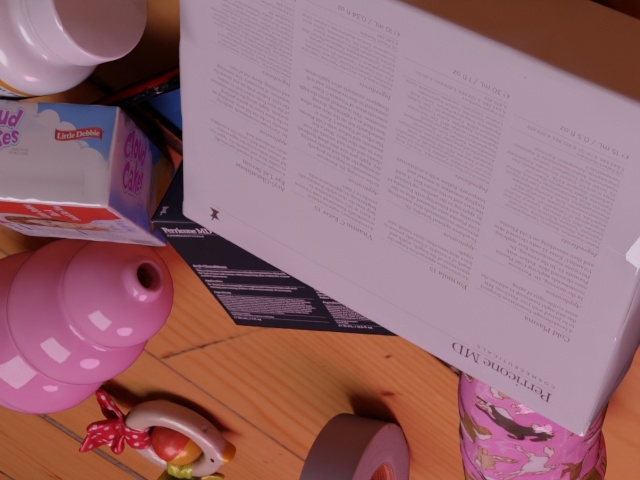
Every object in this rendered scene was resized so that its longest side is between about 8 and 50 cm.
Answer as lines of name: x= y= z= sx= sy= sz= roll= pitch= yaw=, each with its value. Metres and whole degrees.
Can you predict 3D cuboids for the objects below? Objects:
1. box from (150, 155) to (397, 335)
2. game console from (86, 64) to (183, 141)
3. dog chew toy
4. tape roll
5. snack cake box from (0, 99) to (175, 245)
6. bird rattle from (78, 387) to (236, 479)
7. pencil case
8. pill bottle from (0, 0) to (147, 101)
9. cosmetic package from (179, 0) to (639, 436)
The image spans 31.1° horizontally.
box: x=0.000 y=0.000 z=1.101 sx=0.261 sy=0.103 sz=0.184 roll=1 pitch=146 yaw=31
game console: x=-0.132 y=-0.112 z=1.046 sx=0.144 sy=0.124 sz=0.085 roll=-11 pitch=108 yaw=45
dog chew toy: x=-0.297 y=0.088 z=1.381 sx=0.206 sy=0.207 sz=0.331 roll=39 pitch=138 yaw=-24
tape roll: x=0.043 y=0.339 z=1.494 sx=0.072 sy=0.219 sz=0.219 roll=9 pitch=147 yaw=26
snack cake box: x=-0.236 y=-0.057 z=1.068 sx=0.152 sy=0.089 sz=0.264 roll=5 pitch=173 yaw=3
bird rattle: x=-0.241 y=0.306 z=1.794 sx=0.253 sy=0.143 sz=0.207 roll=48 pitch=133 yaw=-13
pencil case: x=0.217 y=0.143 z=1.116 sx=0.167 sy=0.160 sz=0.386 roll=4 pitch=146 yaw=7
pill bottle: x=-0.266 y=-0.186 z=0.967 sx=0.245 sy=0.136 sz=0.136 roll=-3 pitch=141 yaw=39
cosmetic package: x=0.069 y=-0.063 z=0.819 sx=0.377 sy=0.097 sz=0.284 roll=29 pitch=136 yaw=22
